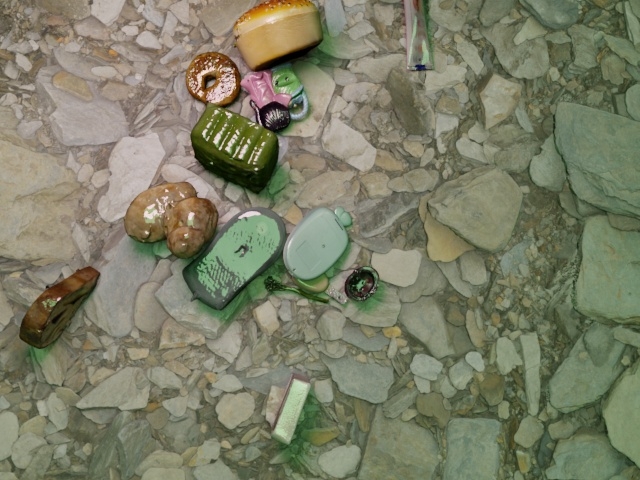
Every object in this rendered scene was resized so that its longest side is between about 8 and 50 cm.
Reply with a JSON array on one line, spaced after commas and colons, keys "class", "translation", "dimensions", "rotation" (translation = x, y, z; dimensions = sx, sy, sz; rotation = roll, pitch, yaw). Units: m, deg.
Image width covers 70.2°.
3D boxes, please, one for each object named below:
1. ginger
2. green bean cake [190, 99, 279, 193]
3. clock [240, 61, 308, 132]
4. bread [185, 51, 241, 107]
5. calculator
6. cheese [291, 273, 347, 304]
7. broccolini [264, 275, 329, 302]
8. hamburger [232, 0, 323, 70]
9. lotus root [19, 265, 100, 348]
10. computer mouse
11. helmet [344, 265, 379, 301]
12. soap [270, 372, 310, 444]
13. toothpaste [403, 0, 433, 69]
[{"class": "ginger", "translation": [-0.424, -0.062, 1.353], "dimensions": [0.303, 0.155, 0.244], "rotation": [22, 49, 32]}, {"class": "green bean cake", "translation": [-0.257, -0.272, 1.388], "dimensions": [0.246, 0.250, 0.157], "rotation": [26, 80, -3]}, {"class": "clock", "translation": [-0.142, -0.465, 1.504], "dimensions": [0.193, 0.100, 0.196], "rotation": [-22, 93, -8]}, {"class": "bread", "translation": [-0.352, -0.532, 1.508], "dimensions": [0.193, 0.064, 0.194], "rotation": [0, 88, -2]}, {"class": "calculator", "translation": [0.000, 0.000, 1.444], "dimensions": [0.295, 0.042, 0.184], "rotation": [-47, 113, -26]}, {"class": "cheese", "translation": [0.004, 0.143, 1.468], "dimensions": [0.192, 0.037, 0.097], "rotation": [36, 70, -4]}, {"class": "broccolini", "translation": [-0.077, 0.160, 1.467], "dimensions": [0.217, 0.042, 0.044], "rotation": [15, 109, -9]}, {"class": "hamburger", "translation": [-0.136, -0.654, 1.432], "dimensions": [0.299, 0.300, 0.176], "rotation": [-22, 106, -8]}, {"class": "lotus root", "translation": [-0.767, 0.192, 1.325], "dimensions": [0.074, 0.170, 0.261], "rotation": [34, 85, 2]}, {"class": "computer mouse", "translation": [-0.261, 0.055, 1.413], "dimensions": [0.371, 0.122, 0.188], "rotation": [-44, 89, -5]}, {"class": "helmet", "translation": [0.128, 0.141, 1.470], "dimensions": [0.123, 0.070, 0.098], "rotation": [-44, 95, -16]}, {"class": "soap", "translation": [-0.091, 0.502, 1.375], "dimensions": [0.063, 0.121, 0.183], "rotation": [21, 82, -2]}, {"class": "toothpaste", "translation": [0.338, -0.764, 1.613], "dimensions": [0.099, 0.066, 0.324], "rotation": [-5, 88, -12]}]
